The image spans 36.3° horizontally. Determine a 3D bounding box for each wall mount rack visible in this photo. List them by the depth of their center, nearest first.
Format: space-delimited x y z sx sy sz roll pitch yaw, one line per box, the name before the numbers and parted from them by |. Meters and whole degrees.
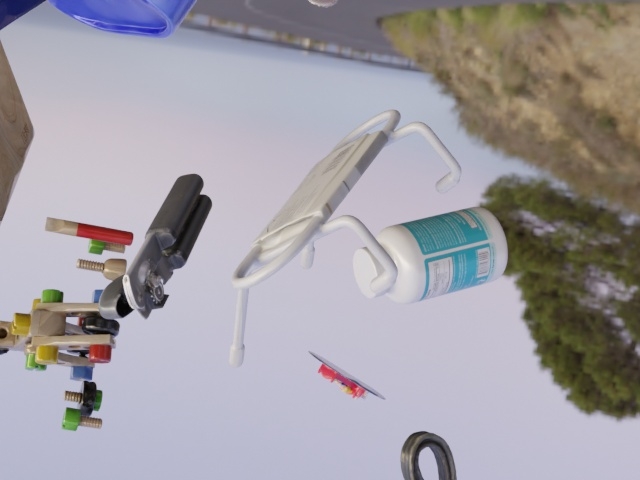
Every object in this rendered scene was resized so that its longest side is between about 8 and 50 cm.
wall mount rack | 0.000 0.000 1.151 0.304 0.130 0.350 -26 -162 42

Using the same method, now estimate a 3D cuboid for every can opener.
can opener | -0.235 0.006 1.374 0.095 0.076 0.283 -9 -148 18

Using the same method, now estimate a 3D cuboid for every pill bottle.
pill bottle | 0.195 0.031 1.770 0.264 0.146 0.146 -12 -163 -23

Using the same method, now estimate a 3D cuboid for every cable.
cable | 0.163 0.369 1.161 0.139 0.287 0.072 -3 -174 -24

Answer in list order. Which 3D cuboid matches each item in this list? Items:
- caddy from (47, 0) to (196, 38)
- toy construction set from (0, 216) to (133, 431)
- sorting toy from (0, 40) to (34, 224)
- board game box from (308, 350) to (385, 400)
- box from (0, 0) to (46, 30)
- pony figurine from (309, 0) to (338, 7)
caddy | -0.237 -0.362 1.078 0.341 0.179 0.241 19 166 48
toy construction set | -0.450 0.111 1.572 0.237 0.309 0.257 12 -175 -18
sorting toy | -0.484 -0.131 1.279 0.089 0.255 0.257 6 147 4
board game box | 0.041 0.262 1.803 0.169 0.033 0.133 31 178 4
box | -0.337 -0.238 0.949 0.136 0.036 0.225 1 -150 16
pony figurine | -0.084 -0.367 0.702 0.303 0.351 0.363 28 170 -33
